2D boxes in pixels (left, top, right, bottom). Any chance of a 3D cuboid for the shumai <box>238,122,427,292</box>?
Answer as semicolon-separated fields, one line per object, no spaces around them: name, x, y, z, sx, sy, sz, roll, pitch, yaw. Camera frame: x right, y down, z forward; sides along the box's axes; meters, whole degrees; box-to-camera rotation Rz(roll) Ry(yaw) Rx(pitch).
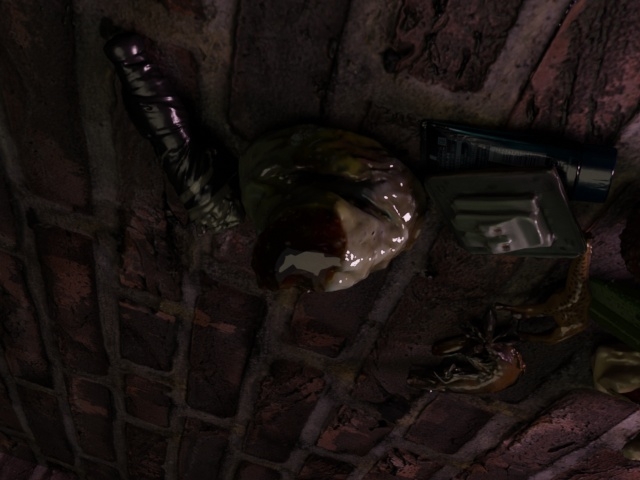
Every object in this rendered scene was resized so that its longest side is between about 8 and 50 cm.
shumai;0.000;0.000;0.889;0.310;0.263;0.303;0;132;19

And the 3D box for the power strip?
power strip;0.269;-0.024;0.860;0.213;0.064;0.198;-1;142;42

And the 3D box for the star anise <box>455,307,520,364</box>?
star anise;0.326;0.182;1.113;0.124;0.056;0.129;9;124;17

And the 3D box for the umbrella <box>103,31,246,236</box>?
umbrella;-0.229;-0.168;0.935;0.113;0.106;0.357;-14;121;19

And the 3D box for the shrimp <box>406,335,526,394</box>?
shrimp;0.302;0.265;1.211;0.254;0.058;0.173;-4;125;19

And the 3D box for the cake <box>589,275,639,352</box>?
cake;0.521;0.140;0.911;0.235;0.099;0.100;21;138;37

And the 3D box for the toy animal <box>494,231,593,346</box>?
toy animal;0.414;0.096;0.988;0.149;0.054;0.275;33;140;7

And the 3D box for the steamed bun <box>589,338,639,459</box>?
steamed bun;0.703;0.328;1.046;0.429;0.189;0.247;10;144;9

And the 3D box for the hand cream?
hand cream;0.277;-0.109;0.835;0.271;0.061;0.120;9;135;18

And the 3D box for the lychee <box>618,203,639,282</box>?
lychee;0.501;0.001;0.789;0.165;0.165;0.197;-26;137;37
